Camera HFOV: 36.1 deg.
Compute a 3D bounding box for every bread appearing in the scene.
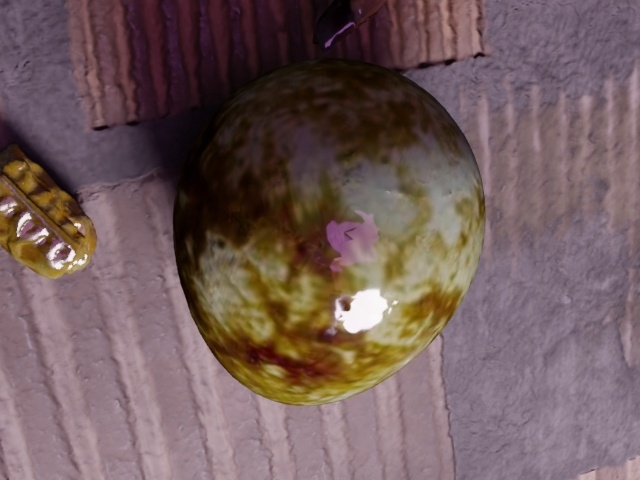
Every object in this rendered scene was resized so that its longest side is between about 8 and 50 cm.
[{"bbox_3d":[-0.228,-0.016,0.783,0.110,0.060,0.066,50,60,-28],"label":"bread"}]

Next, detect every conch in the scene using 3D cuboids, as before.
[{"bbox_3d":[0.072,-0.245,0.777,0.232,0.086,0.080,-32,116,-6],"label":"conch"}]

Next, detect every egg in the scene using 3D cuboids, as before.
[{"bbox_3d":[0.000,0.000,0.767,0.238,0.238,0.289,9,126,-21],"label":"egg"}]
